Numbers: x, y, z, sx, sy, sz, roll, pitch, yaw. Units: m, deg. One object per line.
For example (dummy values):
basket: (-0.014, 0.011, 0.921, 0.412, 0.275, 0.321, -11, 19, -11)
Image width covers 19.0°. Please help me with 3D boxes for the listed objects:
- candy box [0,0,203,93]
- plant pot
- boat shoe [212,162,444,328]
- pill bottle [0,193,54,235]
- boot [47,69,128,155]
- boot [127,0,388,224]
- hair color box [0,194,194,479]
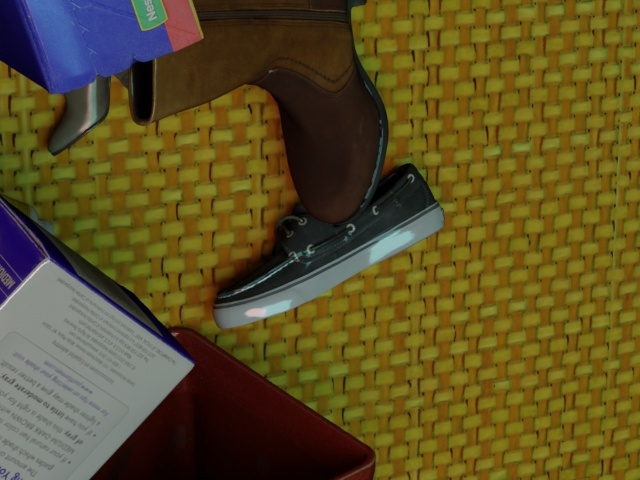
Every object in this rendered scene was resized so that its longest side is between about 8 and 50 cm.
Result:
candy box: (-0.226, -0.267, 1.310, 0.122, 0.317, 0.268, -25, 116, -17)
plant pot: (-0.135, 0.264, 1.550, 0.267, 0.267, 0.236, -22, 125, -33)
boat shoe: (0.000, 0.000, 1.653, 0.228, 0.080, 0.076, -26, 99, -13)
pill bottle: (-0.257, -0.015, 1.536, 0.083, 0.043, 0.043, 23, 96, -30)
boot: (-0.196, -0.137, 1.532, 0.118, 0.042, 0.087, -43, 113, -9)
boot: (-0.047, -0.121, 1.493, 0.280, 0.096, 0.264, -22, 120, -58)
hair color box: (-0.273, 0.148, 1.353, 0.339, 0.110, 0.185, -48, 138, 0)
